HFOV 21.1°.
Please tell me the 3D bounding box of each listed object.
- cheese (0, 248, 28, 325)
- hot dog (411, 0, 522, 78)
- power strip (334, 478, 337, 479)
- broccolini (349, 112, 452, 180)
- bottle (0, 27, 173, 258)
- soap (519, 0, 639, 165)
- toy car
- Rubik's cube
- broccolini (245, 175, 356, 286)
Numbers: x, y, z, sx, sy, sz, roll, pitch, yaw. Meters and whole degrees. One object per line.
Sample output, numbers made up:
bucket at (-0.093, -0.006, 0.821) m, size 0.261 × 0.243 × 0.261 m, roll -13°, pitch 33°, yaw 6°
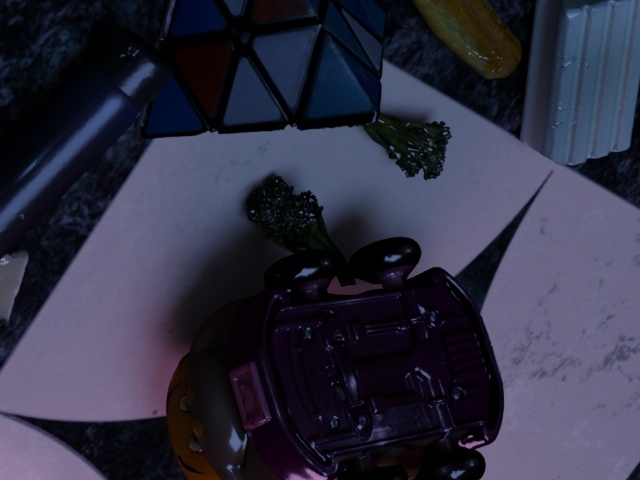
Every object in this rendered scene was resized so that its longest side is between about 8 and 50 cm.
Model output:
cheese at (-0.445, 0.027, 1.514) m, size 0.400 × 0.034 × 0.085 m, roll 4°, pitch 113°, yaw -37°
hot dog at (0.132, -0.234, 1.719) m, size 0.066 × 0.047 × 0.215 m, roll -37°, pitch 137°, yaw 13°
power strip at (-0.007, 0.236, 1.936) m, size 0.154 × 0.078 × 0.154 m, roll -20°, pitch 130°, yaw -26°
broccolini at (0.041, -0.125, 1.744) m, size 0.216 × 0.058 × 0.067 m, roll 23°, pitch 104°, yaw -32°
bottle at (-0.234, -0.086, 1.550) m, size 0.244 × 0.072 × 0.082 m, roll -46°, pitch 146°, yaw 2°
soap at (0.284, -0.183, 1.846) m, size 0.119 × 0.066 × 0.198 m, roll -16°, pitch 128°, yaw -24°
toy car at (0.006, 0.160, 1.775) m, size 0.340 × 0.271 × 0.240 m, roll -4°, pitch 162°, yaw -40°
Rubik's cube at (-0.071, -0.167, 1.620) m, size 0.234 × 0.284 × 0.250 m, roll -36°, pitch 172°, yaw 19°
broccolini at (-0.008, 0.010, 1.786) m, size 0.058 × 0.074 × 0.201 m, roll -52°, pitch 139°, yaw -16°
